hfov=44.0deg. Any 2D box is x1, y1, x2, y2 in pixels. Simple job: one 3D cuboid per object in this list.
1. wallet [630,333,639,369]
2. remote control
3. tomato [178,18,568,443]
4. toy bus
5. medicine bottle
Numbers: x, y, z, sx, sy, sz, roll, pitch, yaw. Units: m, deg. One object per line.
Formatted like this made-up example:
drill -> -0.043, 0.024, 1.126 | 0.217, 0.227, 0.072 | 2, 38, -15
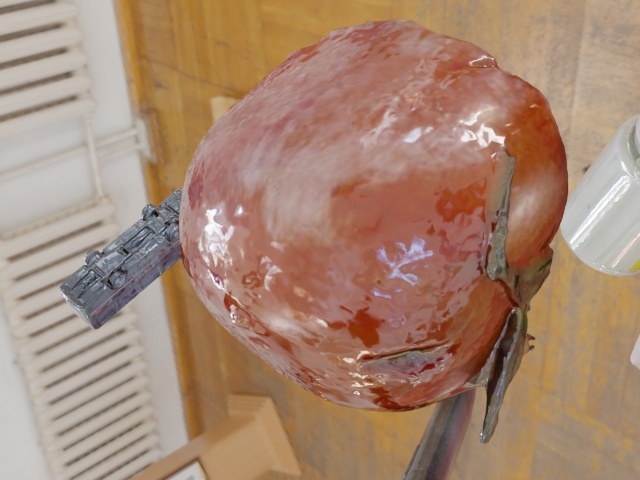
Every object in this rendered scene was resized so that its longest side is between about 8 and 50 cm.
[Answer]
wallet -> 0.349, 0.092, 0.799 | 0.033, 0.190, 0.095 | 25, 93, 18
remote control -> 0.093, 0.249, 0.755 | 0.044, 0.377, 0.107 | 11, 112, 18
tomato -> 0.000, 0.003, 0.526 | 0.309, 0.170, 0.308 | 19, 121, 33
toy bus -> -0.190, 0.018, 0.823 | 0.047, 0.166, 0.065 | 36, 154, 24
medicine bottle -> 0.410, -0.076, 0.975 | 0.143, 0.143, 0.258 | 49, 151, 21
